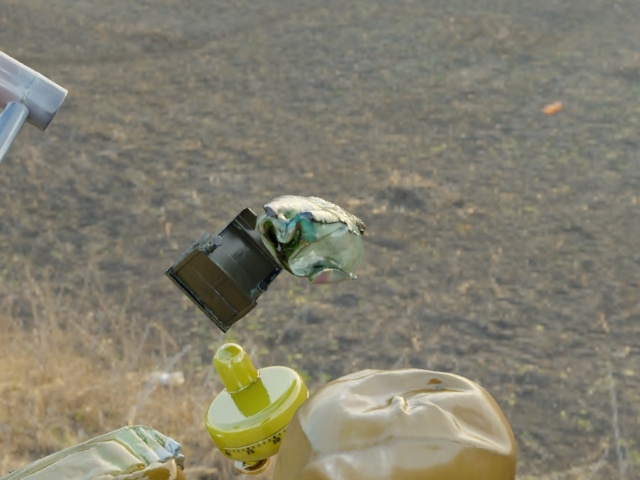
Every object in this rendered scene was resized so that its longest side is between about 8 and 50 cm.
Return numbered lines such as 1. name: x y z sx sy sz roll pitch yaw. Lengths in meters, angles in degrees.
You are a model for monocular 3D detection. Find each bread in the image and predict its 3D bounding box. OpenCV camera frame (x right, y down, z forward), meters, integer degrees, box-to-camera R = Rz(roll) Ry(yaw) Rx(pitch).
1. bread: -0.249 0.293 1.072 0.241 0.136 0.107 -19 27 -23

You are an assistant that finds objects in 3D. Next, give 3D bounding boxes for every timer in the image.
1. timer: -0.064 0.157 1.008 0.107 0.109 0.107 -23 21 9

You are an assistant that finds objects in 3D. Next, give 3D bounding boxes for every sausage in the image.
1. sausage: 0.033 0.174 0.621 0.136 0.241 0.120 -2 40 -8

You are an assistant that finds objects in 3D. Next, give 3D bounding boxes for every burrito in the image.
1. burrito: -0.002 -0.003 0.933 0.096 0.066 0.309 28 1 4

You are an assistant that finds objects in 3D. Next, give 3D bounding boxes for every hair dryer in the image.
1. hair dryer: -0.231 -0.081 0.748 0.063 0.037 0.114 30 50 -18

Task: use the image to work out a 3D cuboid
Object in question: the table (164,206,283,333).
1. table: -0.084 0.025 1.003 0.082 0.083 0.070 -37 9 49
